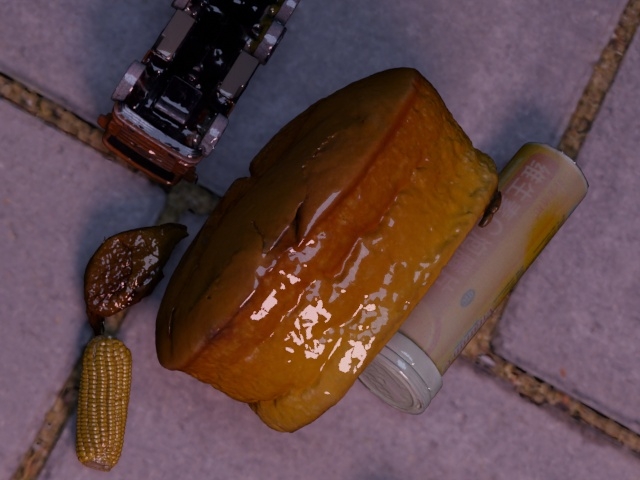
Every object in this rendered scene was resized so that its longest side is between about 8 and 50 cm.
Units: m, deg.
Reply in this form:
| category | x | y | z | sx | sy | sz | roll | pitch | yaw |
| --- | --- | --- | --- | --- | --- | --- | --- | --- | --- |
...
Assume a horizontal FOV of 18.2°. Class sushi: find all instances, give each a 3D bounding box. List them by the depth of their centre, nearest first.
| category | x | y | z | sx | sy | sz | roll | pitch | yaw |
| --- | --- | --- | --- | --- | --- | --- | --- | --- | --- |
| sushi | -0.134 | 0.020 | 1.396 | 0.099 | 0.047 | 0.050 | -42 | 77 | -4 |

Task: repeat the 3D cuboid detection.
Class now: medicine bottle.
| category | x | y | z | sx | sy | sz | roll | pitch | yaw |
| --- | --- | --- | --- | --- | --- | --- | --- | --- | --- |
| medicine bottle | 0.108 | 0.023 | 1.446 | 0.074 | 0.074 | 0.218 | 41 | 68 | -2 |

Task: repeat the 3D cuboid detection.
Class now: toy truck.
| category | x | y | z | sx | sy | sz | roll | pitch | yaw |
| --- | --- | --- | --- | --- | --- | --- | --- | --- | --- |
| toy truck | -0.083 | -0.131 | 1.425 | 0.083 | 0.092 | 0.192 | 32 | 62 | -6 |

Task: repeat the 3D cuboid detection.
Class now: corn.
| category | x | y | z | sx | sy | sz | roll | pitch | yaw |
| --- | --- | --- | --- | --- | --- | --- | --- | --- | --- |
| corn | -0.149 | 0.112 | 1.371 | 0.037 | 0.037 | 0.092 | 8 | 73 | -13 |

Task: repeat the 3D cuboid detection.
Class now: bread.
| category | x | y | z | sx | sy | sz | roll | pitch | yaw |
| --- | --- | --- | --- | --- | --- | --- | --- | --- | --- |
| bread | 0.000 | 0.000 | 1.358 | 0.142 | 0.195 | 0.270 | 40 | 72 | -13 |
